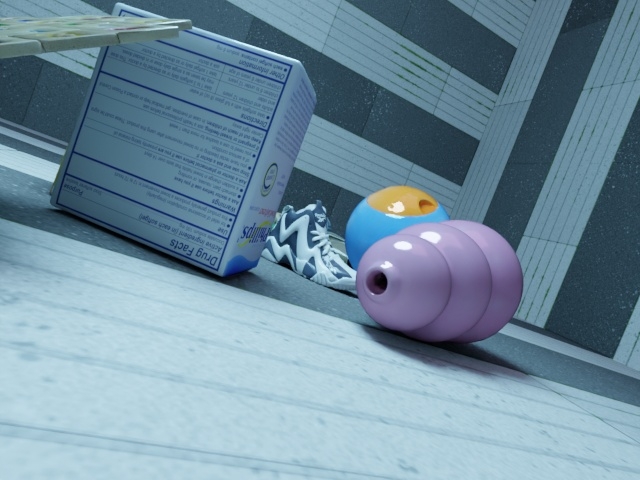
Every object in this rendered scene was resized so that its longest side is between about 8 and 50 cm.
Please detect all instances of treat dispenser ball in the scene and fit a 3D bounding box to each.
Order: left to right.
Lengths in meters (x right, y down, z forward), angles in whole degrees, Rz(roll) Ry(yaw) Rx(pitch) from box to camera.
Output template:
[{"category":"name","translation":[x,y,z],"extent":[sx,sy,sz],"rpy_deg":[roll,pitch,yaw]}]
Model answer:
[{"category":"treat dispenser ball","translation":[0.209,-0.002,1.112],"extent":[0.288,0.288,0.288],"rpy_deg":[21,3,-1]}]

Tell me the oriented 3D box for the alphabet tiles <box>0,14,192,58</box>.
[{"category":"alphabet tiles","translation":[-0.309,-0.201,0.397],"extent":[0.342,0.011,0.285],"rpy_deg":[22,38,32]}]

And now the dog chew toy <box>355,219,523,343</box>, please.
[{"category":"dog chew toy","translation":[0.175,0.062,0.635],"extent":[0.206,0.207,0.331],"rpy_deg":[23,11,40]}]

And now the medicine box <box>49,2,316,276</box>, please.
[{"category":"medicine box","translation":[-0.182,-0.131,0.590],"extent":[0.263,0.290,0.149],"rpy_deg":[22,4,8]}]

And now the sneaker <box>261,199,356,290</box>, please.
[{"category":"sneaker","translation":[0.000,0.000,0.848],"extent":[0.234,0.153,0.094],"rpy_deg":[22,5,29]}]

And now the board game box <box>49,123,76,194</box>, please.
[{"category":"board game box","translation":[-0.393,-0.154,0.711],"extent":[0.048,0.170,0.141],"rpy_deg":[22,3,-22]}]

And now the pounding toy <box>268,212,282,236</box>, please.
[{"category":"pounding toy","translation":[-0.089,-0.001,1.022],"extent":[0.141,0.100,0.130],"rpy_deg":[18,18,-20]}]

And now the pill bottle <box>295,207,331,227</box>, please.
[{"category":"pill bottle","translation":[-0.034,-0.048,1.645],"extent":[0.146,0.146,0.264],"rpy_deg":[21,2,6]}]

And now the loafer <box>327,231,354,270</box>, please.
[{"category":"loafer","translation":[0.071,0.037,1.288],"extent":[0.251,0.095,0.087],"rpy_deg":[21,-2,-11]}]

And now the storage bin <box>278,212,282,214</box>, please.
[{"category":"storage bin","translation":[-0.250,-0.095,1.585],"extent":[0.180,0.084,0.122],"rpy_deg":[21,3,7]}]
